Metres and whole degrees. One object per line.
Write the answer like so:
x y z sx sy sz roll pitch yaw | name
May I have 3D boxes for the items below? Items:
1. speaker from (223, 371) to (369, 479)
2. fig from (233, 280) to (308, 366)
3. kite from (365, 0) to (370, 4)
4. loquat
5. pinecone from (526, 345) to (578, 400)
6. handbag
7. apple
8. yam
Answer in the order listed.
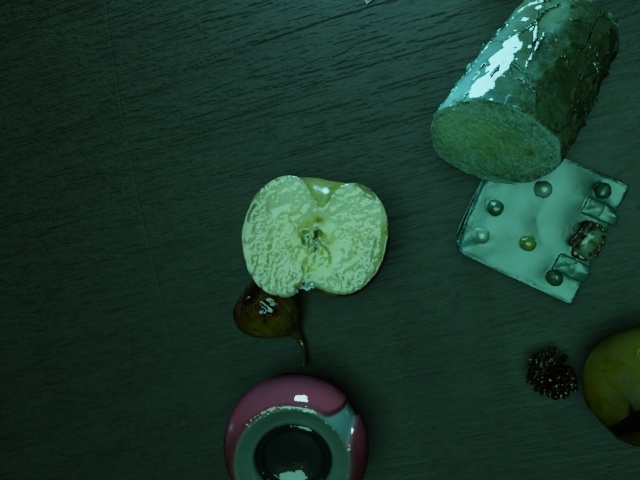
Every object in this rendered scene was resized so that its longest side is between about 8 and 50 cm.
-0.044 0.420 1.590 0.295 0.294 0.294 0 92 12 | speaker
-0.077 0.167 1.675 0.201 0.133 0.146 39 129 -13 | fig
0.102 -0.565 1.657 0.153 0.005 0.137 7 93 12 | kite
0.612 0.270 1.467 0.235 0.235 0.234 0 92 12 | loquat
0.461 0.267 1.572 0.102 0.102 0.109 -41 117 10 | pinecone
0.432 -0.046 1.558 0.274 0.100 0.268 26 96 10 | handbag
0.000 0.000 1.613 0.293 0.163 0.251 8 87 11 | apple
0.386 -0.287 1.454 0.241 0.241 0.348 32 71 9 | yam
